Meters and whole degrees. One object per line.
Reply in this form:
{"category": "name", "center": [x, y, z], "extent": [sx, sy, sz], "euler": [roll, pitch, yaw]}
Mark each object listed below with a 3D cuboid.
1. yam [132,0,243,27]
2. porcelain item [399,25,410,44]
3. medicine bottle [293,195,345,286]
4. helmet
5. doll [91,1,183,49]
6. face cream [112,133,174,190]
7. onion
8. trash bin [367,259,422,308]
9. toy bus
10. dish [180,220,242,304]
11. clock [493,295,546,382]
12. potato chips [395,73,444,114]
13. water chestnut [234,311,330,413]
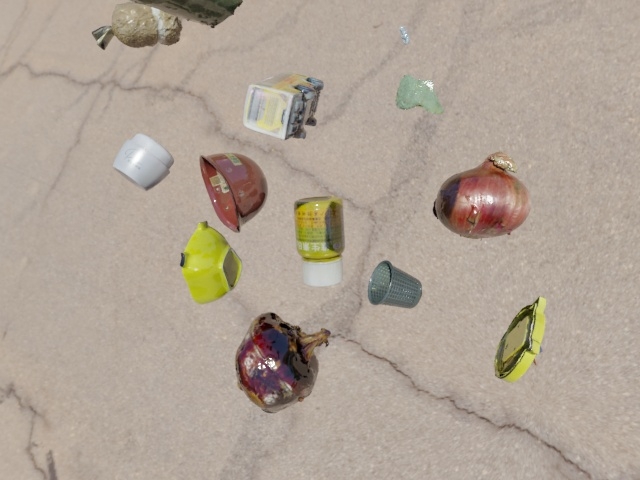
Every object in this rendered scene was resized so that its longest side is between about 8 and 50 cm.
{"category": "yam", "center": [-0.262, -0.446, 0.650], "extent": [0.168, 0.305, 0.167], "euler": [4, 96, 44]}
{"category": "porcelain item", "center": [0.365, -0.885, 1.854], "extent": [0.028, 0.036, 0.083], "euler": [-15, 80, -18]}
{"category": "medicine bottle", "center": [0.000, 0.000, 1.941], "extent": [0.225, 0.224, 0.383], "euler": [3, 105, 27]}
{"category": "helmet", "center": [-0.339, -0.228, 1.825], "extent": [0.230, 0.337, 0.385], "euler": [-26, 42, -24]}
{"category": "doll", "center": [-0.467, -0.549, 1.091], "extent": [0.222, 0.115, 0.105], "euler": [-9, 104, -10]}
{"category": "face cream", "center": [-0.412, -0.182, 1.001], "extent": [0.117, 0.117, 0.104], "euler": [25, 73, 32]}
{"category": "onion", "center": [0.616, -0.138, 1.643], "extent": [0.354, 0.354, 0.352], "euler": [-9, 67, 23]}
{"category": "trash bin", "center": [0.287, 0.178, 1.613], "extent": [0.175, 0.161, 0.175], "euler": [-54, 25, 40]}
{"category": "toy bus", "center": [-0.059, -0.255, 0.791], "extent": [0.106, 0.268, 0.091], "euler": [17, 117, 1]}
{"category": "dish", "center": [-0.322, 0.077, 1.344], "extent": [0.109, 0.262, 0.220], "euler": [6, 52, 13]}
{"category": "clock", "center": [0.696, 0.358, 1.473], "extent": [0.071, 0.293, 0.277], "euler": [26, 57, 9]}
{"category": "potato chips", "center": [0.387, -0.563, 1.682], "extent": [0.229, 0.059, 0.167], "euler": [25, 73, 30]}
{"category": "water chestnut", "center": [-0.120, 0.389, 1.459], "extent": [0.347, 0.335, 0.335], "euler": [-41, 58, 9]}
